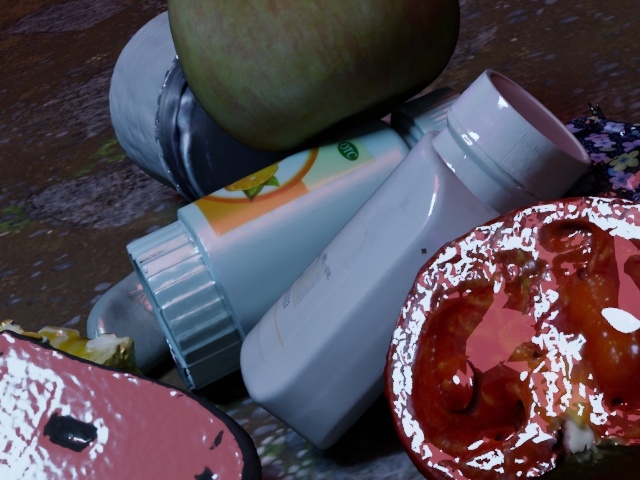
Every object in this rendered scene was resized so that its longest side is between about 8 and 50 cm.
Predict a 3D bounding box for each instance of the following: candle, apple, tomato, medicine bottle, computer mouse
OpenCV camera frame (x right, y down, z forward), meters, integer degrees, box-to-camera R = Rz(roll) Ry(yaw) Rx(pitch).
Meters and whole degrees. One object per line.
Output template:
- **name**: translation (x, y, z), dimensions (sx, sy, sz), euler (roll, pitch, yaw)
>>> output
- **candle**: translation (-0.100, -0.139, 1.721), dimensions (0.221, 0.221, 0.342), euler (-30, 22, -18)
- **apple**: translation (-0.010, -0.209, 1.436), dimensions (0.257, 0.234, 0.257), euler (-21, -5, -2)
- **tomato**: translation (0.168, 0.085, 1.090), dimensions (0.233, 0.139, 0.200), euler (-19, 58, 19)
- **medicine bottle**: translation (0.068, 0.013, 1.228), dimensions (0.296, 0.111, 0.161), euler (-50, 12, 16)
- **medicine bottle**: translation (0.000, 0.000, 1.408), dimensions (0.318, 0.158, 0.158), euler (-26, 24, -10)
- **computer mouse**: translation (-0.171, 0.166, 1.231), dimensions (0.270, 0.086, 0.137), euler (17, 61, 13)

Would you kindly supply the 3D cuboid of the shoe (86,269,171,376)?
- **shoe**: translation (-0.144, 0.057, 1.501), dimensions (0.078, 0.079, 0.195), euler (-25, 15, 28)

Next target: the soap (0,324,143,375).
- **soap**: translation (-0.302, 0.191, 1.347), dimensions (0.199, 0.091, 0.315), euler (0, 32, 41)

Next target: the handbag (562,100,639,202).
- **handbag**: translation (0.210, -0.007, 1.281), dimensions (0.228, 0.127, 0.208), euler (-48, 23, -21)

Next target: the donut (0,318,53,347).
- **donut**: translation (-0.292, 0.100, 1.340), dimensions (0.108, 0.065, 0.166), euler (-32, 26, -21)
